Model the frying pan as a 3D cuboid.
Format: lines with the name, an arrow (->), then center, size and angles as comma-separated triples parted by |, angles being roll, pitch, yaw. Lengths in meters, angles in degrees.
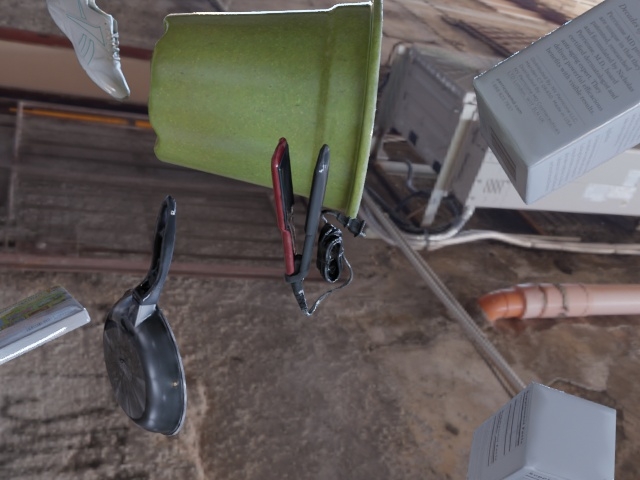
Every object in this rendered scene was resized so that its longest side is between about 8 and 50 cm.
frying pan -> -0.205, 0.122, 0.846 | 0.197, 0.053, 0.326 | 59, -40, 23

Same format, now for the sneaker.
sneaker -> -0.276, -0.246, 0.857 | 0.152, 0.061, 0.054 | 60, 5, -7

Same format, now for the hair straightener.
hair straightener -> 0.000, 0.000, 0.696 | 0.047, 0.088, 0.231 | -75, 169, -46

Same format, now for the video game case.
video game case -> -0.484, 0.142, 1.057 | 0.206, 0.226, 0.026 | 15, -53, 58

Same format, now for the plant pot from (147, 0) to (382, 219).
plant pot -> -0.068, -0.175, 0.853 | 0.276, 0.253, 0.276 | -173, -90, -89

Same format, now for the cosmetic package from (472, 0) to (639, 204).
cosmetic package -> 0.464, -0.252, 1.012 | 0.162, 0.453, 0.230 | 63, 8, 16

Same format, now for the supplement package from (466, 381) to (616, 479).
supplement package -> 0.337, 0.342, 1.079 | 0.244, 0.138, 0.134 | 109, -1, -56
